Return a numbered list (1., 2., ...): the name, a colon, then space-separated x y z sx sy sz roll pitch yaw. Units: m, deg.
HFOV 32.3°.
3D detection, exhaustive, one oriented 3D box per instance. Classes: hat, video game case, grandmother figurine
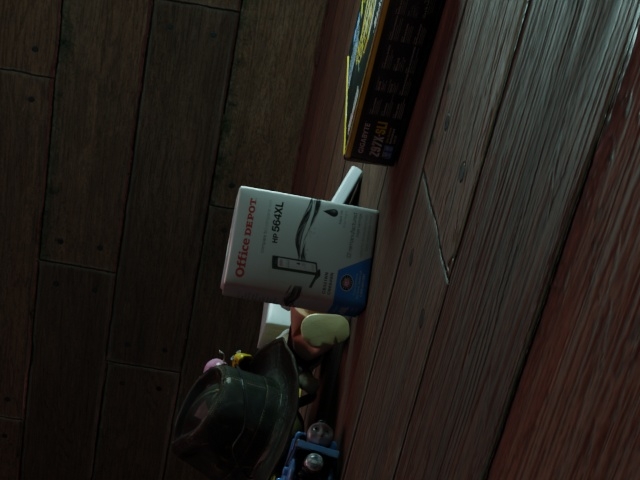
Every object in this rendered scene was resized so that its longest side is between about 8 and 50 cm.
1. hat: -0.156 0.297 1.749 0.331 0.133 0.331 -53 27 43
2. video game case: 0.000 0.000 1.870 0.212 0.023 0.193 -59 -4 -25
3. grandmother figurine: -0.021 0.151 1.815 0.342 0.104 0.208 119 169 -66

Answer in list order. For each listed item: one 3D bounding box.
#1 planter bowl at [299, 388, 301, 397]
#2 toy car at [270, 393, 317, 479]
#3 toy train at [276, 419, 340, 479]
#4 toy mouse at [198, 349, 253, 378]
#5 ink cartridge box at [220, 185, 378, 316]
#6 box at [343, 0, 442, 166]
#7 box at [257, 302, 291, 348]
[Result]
1. planter bowl: -0.096 0.325 2.316 0.217 0.090 0.217 -170 90 -84
2. toy car: -0.058 0.333 1.907 0.188 0.149 0.155 -36 48 43
3. toy train: -0.019 0.326 1.581 0.184 0.080 0.105 108 176 -57
4. toy mouse: -0.175 0.239 1.868 0.143 0.031 0.161 -45 -29 -12
5. ink cartridge box: -0.031 0.017 1.575 0.086 0.203 0.148 122 157 -76
6. box: 0.099 -0.302 1.466 0.257 0.079 0.322 -84 6 -48
7. box: -0.077 0.156 2.402 0.170 0.091 0.130 112 167 -65
